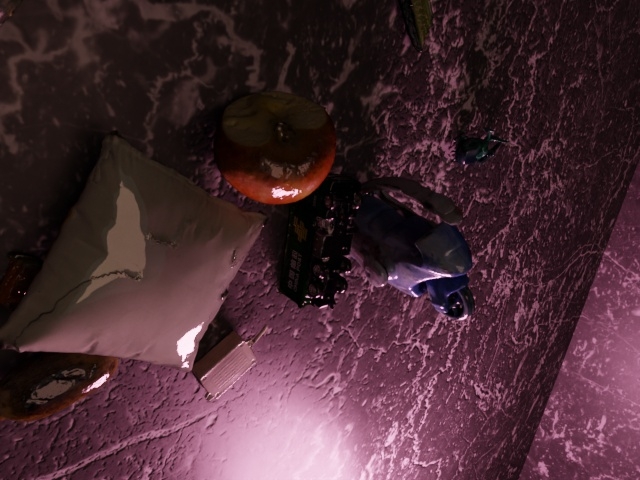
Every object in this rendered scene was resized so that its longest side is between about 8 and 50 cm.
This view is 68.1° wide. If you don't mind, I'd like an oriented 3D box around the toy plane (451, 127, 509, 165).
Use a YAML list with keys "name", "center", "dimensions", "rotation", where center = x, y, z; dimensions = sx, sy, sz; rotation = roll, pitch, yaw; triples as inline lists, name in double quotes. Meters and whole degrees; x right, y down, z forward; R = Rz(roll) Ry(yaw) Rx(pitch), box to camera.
- name: "toy plane"
  center: [0.385, -0.228, 1.154]
  dimensions: [0.235, 0.096, 0.060]
  rotation: [-37, 135, -47]

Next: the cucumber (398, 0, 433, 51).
- name: "cucumber"
  center: [0.167, -0.469, 0.877]
  dimensions: [0.070, 0.046, 0.220]
  rotation: [-46, 135, -19]

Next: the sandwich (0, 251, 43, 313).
- name: "sandwich"
  center: [-0.394, 0.068, 0.642]
  dimensions: [0.069, 0.026, 0.101]
  rotation: [13, 101, -46]

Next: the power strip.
- name: "power strip"
  center: [-0.166, 0.222, 0.908]
  dimensions: [0.175, 0.042, 0.075]
  rotation: [-40, 132, -22]

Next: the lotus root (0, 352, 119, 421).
- name: "lotus root"
  center: [-0.377, 0.200, 0.681]
  dimensions: [0.179, 0.080, 0.089]
  rotation: [-22, 123, -35]

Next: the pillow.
- name: "pillow"
  center: [-0.247, 0.043, 0.693]
  dimensions: [0.310, 0.119, 0.312]
  rotation: [29, 86, -51]

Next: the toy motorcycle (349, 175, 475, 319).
- name: "toy motorcycle"
  center: [0.151, 0.007, 0.896]
  dimensions: [0.182, 0.319, 0.241]
  rotation: [-51, 142, -7]

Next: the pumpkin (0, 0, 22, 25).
- name: "pumpkin"
  center: [-0.378, -0.293, 0.357]
  dimensions: [0.300, 0.207, 0.300]
  rotation: [-19, 127, -27]

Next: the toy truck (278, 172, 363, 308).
- name: "toy truck"
  center: [0.000, 0.000, 0.895]
  dimensions: [0.088, 0.121, 0.259]
  rotation: [-6, 114, -39]

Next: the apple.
- name: "apple"
  center: [-0.067, -0.138, 0.734]
  dimensions: [0.195, 0.173, 0.160]
  rotation: [-29, 124, -24]
